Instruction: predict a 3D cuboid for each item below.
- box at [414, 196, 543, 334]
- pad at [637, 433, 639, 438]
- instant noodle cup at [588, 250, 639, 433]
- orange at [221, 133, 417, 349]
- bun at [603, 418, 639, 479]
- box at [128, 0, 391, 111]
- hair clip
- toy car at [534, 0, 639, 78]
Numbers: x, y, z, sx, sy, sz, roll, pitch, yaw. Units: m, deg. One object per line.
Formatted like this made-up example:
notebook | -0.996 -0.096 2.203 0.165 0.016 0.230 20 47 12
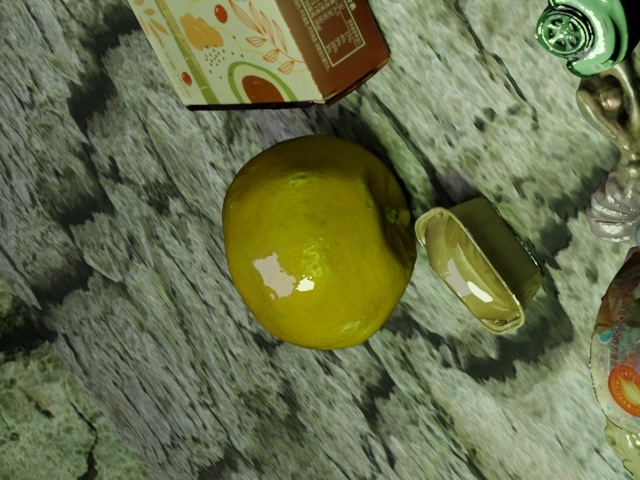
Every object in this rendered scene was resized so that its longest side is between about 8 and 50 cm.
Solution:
box | 0.190 0.030 1.843 0.177 0.111 0.111 52 153 -1
pad | 0.434 0.163 1.594 0.245 0.006 0.170 -31 94 34
instant noodle cup | 0.401 0.110 1.433 0.231 0.243 0.243 11 132 46
orange | 0.000 0.000 1.944 0.279 0.235 0.279 -22 -90 -77
bun | 0.408 0.222 1.718 0.237 0.116 0.210 53 153 4
box | -0.128 -0.351 1.858 0.344 0.122 0.385 6 128 56
hair clip | 0.329 -0.062 1.550 0.173 0.069 0.300 -3 121 56
toy car | 0.243 -0.292 1.347 0.125 0.136 0.306 -3 124 33
